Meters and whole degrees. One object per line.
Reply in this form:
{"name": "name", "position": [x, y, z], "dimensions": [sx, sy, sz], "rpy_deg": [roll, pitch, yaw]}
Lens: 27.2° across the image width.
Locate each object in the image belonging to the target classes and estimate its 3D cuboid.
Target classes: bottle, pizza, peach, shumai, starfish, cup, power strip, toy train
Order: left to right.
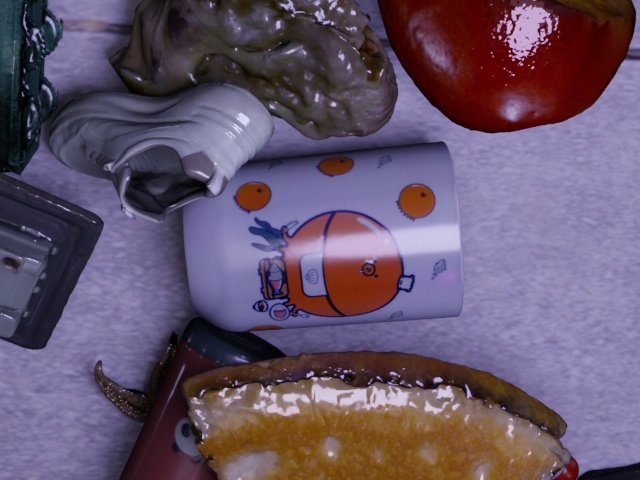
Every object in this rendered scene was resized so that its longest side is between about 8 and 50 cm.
{"name": "power strip", "position": [-0.419, 0.025, 1.582], "dimensions": [0.251, 0.092, 0.257], "rpy_deg": [26, 128, -7]}
{"name": "toy train", "position": [-0.394, -0.239, 1.528], "dimensions": [0.178, 0.138, 0.330], "rpy_deg": [7, 111, -1]}
{"name": "starfish", "position": [-0.195, 0.221, 1.706], "dimensions": [0.213, 0.057, 0.238], "rpy_deg": [11, 110, -12]}
{"name": "bottle", "position": [-0.165, 0.269, 1.613], "dimensions": [0.144, 0.144, 0.336], "rpy_deg": [26, 95, -9]}
{"name": "shumai", "position": [-0.097, -0.225, 1.524], "dimensions": [0.283, 0.217, 0.346], "rpy_deg": [-33, 105, 4]}
{"name": "cup", "position": [0.000, 0.000, 1.588], "dimensions": [0.317, 0.212, 0.212], "rpy_deg": [-5, 103, 0]}
{"name": "pizza", "position": [0.093, 0.264, 1.543], "dimensions": [0.392, 0.080, 0.435], "rpy_deg": [-25, 115, 7]}
{"name": "peach", "position": [0.204, -0.296, 1.510], "dimensions": [0.281, 0.281, 0.338], "rpy_deg": [-15, 98, 0]}

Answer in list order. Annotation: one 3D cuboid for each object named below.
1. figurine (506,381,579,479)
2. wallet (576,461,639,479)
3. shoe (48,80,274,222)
{"name": "figurine", "position": [0.194, 0.270, 1.709], "dimensions": [0.287, 0.176, 0.186], "rpy_deg": [36, 57, -26]}
{"name": "wallet", "position": [0.529, 0.375, 1.787], "dimensions": [0.377, 0.051, 0.197], "rpy_deg": [-7, 104, -3]}
{"name": "shoe", "position": [-0.207, -0.085, 1.515], "dimensions": [0.316, 0.159, 0.124], "rpy_deg": [-7, 137, 35]}
